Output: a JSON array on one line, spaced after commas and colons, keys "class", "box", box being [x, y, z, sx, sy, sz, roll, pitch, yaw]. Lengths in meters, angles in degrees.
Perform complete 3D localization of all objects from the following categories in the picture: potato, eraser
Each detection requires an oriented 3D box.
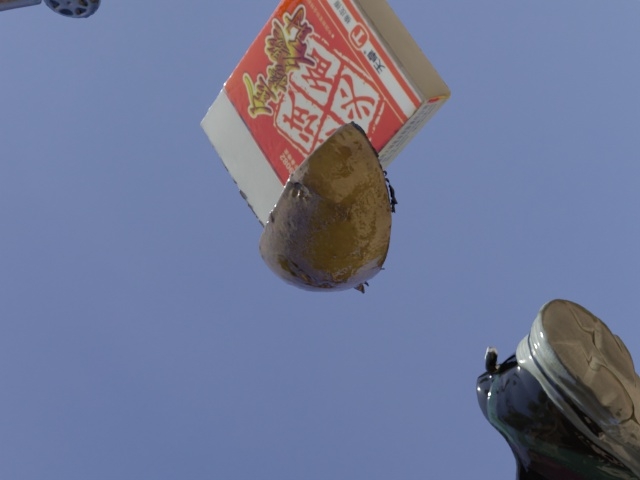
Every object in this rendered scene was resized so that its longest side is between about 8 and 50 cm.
[{"class": "potato", "box": [0.000, 0.001, 0.392, 0.036, 0.093, 0.037, -26, -112, -23]}, {"class": "eraser", "box": [-0.006, -0.109, 0.890, 0.038, 0.230, 0.157, -19, -110, -42]}]

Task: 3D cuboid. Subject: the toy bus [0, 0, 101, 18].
[{"class": "toy bus", "box": [-0.276, -0.249, 0.842, 0.136, 0.330, 0.109, 59, -148, -56]}]

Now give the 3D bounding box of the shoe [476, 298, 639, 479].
[{"class": "shoe", "box": [0.138, 0.114, 0.547, 0.169, 0.099, 0.071, 48, -148, -9]}]
